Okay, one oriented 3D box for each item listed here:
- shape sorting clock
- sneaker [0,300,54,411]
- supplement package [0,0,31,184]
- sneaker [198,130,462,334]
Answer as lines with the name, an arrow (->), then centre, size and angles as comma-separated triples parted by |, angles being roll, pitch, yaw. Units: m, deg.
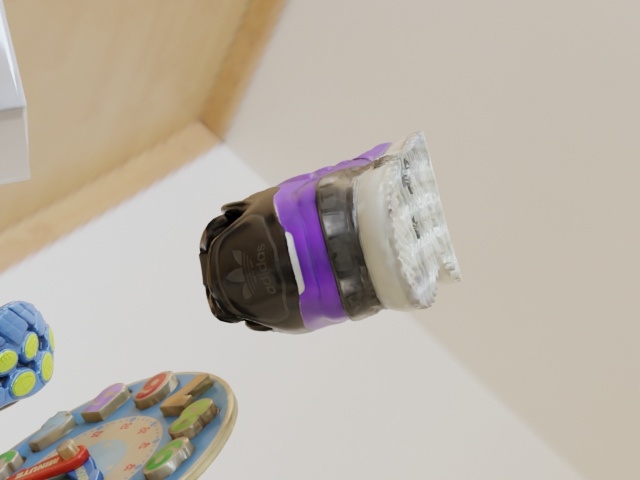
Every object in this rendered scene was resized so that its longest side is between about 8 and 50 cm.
shape sorting clock -> -0.145, 0.139, 0.947 | 0.206, 0.040, 0.206 | -25, -158, 11
sneaker -> -0.248, 0.105, 1.055 | 0.078, 0.067, 0.188 | -7, -147, 37
supplement package -> -0.318, -0.166, 1.035 | 0.199, 0.263, 0.198 | -13, 171, -12
sneaker -> 0.000, -0.001, 0.951 | 0.146, 0.102, 0.293 | -14, 180, 10
